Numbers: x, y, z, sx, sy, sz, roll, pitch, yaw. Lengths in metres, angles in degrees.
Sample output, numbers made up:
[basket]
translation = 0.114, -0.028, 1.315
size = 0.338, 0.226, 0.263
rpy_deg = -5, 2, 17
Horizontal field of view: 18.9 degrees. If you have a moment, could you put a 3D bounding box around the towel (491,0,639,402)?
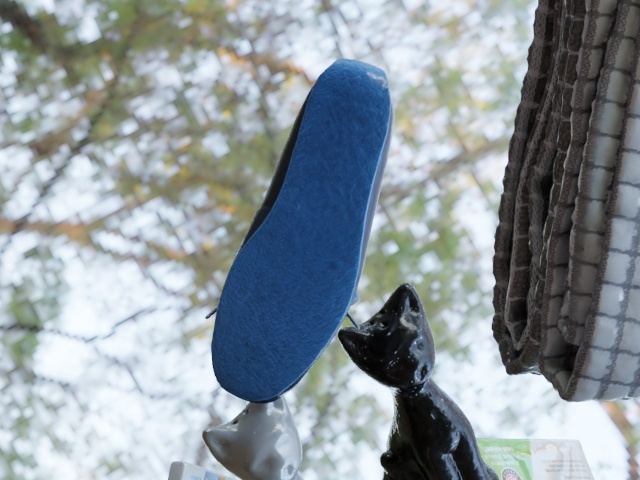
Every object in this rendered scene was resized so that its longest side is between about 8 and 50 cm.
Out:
[towel]
translation = 0.221, -0.059, 1.019
size = 0.121, 0.235, 0.284
rpy_deg = -149, -116, -66

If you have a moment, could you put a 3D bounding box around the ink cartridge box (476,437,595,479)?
[ink cartridge box]
translation = 0.185, 0.317, 1.665
size = 0.114, 0.198, 0.273
rpy_deg = -33, -115, 31

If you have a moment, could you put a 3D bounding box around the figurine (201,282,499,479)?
[figurine]
translation = 0.020, 0.163, 1.470
size = 0.092, 0.215, 0.209
rpy_deg = 32, -30, 49

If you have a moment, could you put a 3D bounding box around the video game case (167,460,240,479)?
[video game case]
translation = -0.030, 0.158, 0.877
size = 0.011, 0.122, 0.087
rpy_deg = -6, -113, 44

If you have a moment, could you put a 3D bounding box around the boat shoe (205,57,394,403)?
[boat shoe]
translation = 0.000, 0.000, 1.393
size = 0.109, 0.258, 0.089
rpy_deg = 26, -7, 4
